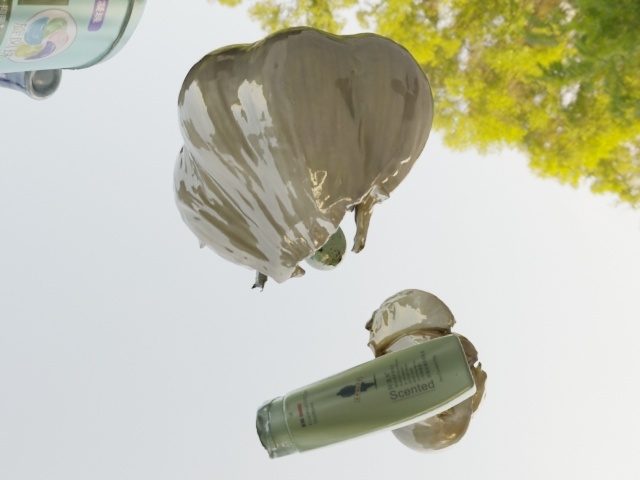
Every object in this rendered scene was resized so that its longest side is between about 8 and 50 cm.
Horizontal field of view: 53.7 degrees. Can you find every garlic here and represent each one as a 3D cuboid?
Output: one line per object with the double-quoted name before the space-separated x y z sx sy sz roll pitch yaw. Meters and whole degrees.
"garlic" -0.032 -0.080 0.479 0.143 0.229 0.178 44 -151 -41
"garlic" 0.205 0.236 1.133 0.184 0.203 0.281 33 -135 -36

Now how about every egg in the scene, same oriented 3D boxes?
"egg" 0.000 0.000 1.096 0.110 0.085 0.085 59 -149 -1

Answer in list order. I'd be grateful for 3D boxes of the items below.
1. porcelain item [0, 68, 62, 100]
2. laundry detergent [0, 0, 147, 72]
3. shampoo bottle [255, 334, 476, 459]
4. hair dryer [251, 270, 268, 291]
"porcelain item" -0.602 -0.340 1.153 0.259 0.141 0.141 25 -152 12
"laundry detergent" -0.383 -0.347 0.759 0.287 0.287 0.305 46 -146 9
"shampoo bottle" 0.041 0.153 0.610 0.049 0.212 0.072 59 -167 -53
"hair dryer" -0.096 -0.038 1.290 0.173 0.108 0.357 8 -127 -6
